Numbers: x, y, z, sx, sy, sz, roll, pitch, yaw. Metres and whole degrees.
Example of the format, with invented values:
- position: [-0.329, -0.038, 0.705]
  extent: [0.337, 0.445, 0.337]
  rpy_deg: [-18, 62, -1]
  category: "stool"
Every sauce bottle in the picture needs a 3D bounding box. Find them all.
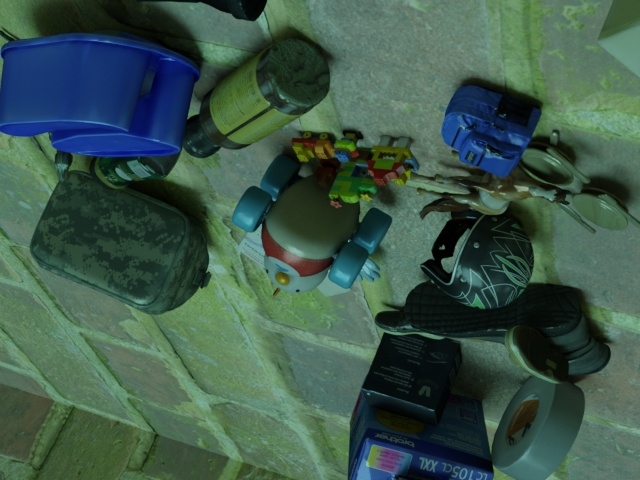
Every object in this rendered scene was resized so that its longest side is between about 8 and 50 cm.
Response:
- position: [-0.114, -0.201, 1.830]
  extent: [0.111, 0.111, 0.344]
  rpy_deg: [34, 153, -22]
  category: "sauce bottle"

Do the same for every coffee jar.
- position: [-0.328, -0.145, 2.143]
  extent: [0.079, 0.096, 0.184]
  rpy_deg: [42, 150, -29]
  category: "coffee jar"

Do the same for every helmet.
- position: [0.255, 0.029, 1.913]
  extent: [0.169, 0.169, 0.162]
  rpy_deg: [42, 166, -35]
  category: "helmet"

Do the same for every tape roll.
- position: [0.421, 0.363, 2.368]
  extent: [0.072, 0.219, 0.219]
  rpy_deg: [30, 155, -10]
  category: "tape roll"

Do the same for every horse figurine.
- position: [0.235, -0.076, 1.791]
  extent: [0.175, 0.066, 0.263]
  rpy_deg: [11, 168, -14]
  category: "horse figurine"

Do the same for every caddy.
- position: [-0.346, -0.240, 1.883]
  extent: [0.341, 0.179, 0.241]
  rpy_deg: [2, 172, 38]
  category: "caddy"

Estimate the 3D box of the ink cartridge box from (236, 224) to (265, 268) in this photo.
- position: [-0.083, 0.003, 2.210]
  extent: [0.104, 0.061, 0.181]
  rpy_deg: [35, 150, -2]
  category: "ink cartridge box"

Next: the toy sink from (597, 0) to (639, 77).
- position: [0.433, -0.242, 1.252]
  extent: [0.153, 0.131, 0.234]
  rpy_deg: [33, 159, -20]
  category: "toy sink"

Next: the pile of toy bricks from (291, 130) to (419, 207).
- position: [0.049, -0.098, 1.900]
  extent: [0.212, 0.105, 0.118]
  rpy_deg: [7, 151, 31]
  category: "pile of toy bricks"

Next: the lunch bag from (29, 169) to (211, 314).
- position: [-0.379, 0.012, 2.369]
  extent: [0.305, 0.212, 0.256]
  rpy_deg: [21, 172, 12]
  category: "lunch bag"

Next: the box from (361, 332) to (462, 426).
- position: [0.186, 0.270, 2.455]
  extent: [0.156, 0.158, 0.093]
  rpy_deg: [15, 154, 19]
  category: "box"

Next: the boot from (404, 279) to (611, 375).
- position: [0.331, 0.173, 2.183]
  extent: [0.338, 0.118, 0.222]
  rpy_deg: [6, 152, 31]
  category: "boot"

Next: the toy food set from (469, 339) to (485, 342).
- position: [0.292, 0.170, 2.328]
  extent: [0.083, 0.020, 0.083]
  rpy_deg: [6, 150, 32]
  category: "toy food set"

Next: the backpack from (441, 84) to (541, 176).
- position: [0.224, -0.152, 1.652]
  extent: [0.120, 0.101, 0.098]
  rpy_deg: [25, 149, 3]
  category: "backpack"

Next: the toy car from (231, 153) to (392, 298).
- position: [-0.038, 0.025, 2.022]
  extent: [0.219, 0.210, 0.238]
  rpy_deg: [30, 130, 6]
  category: "toy car"

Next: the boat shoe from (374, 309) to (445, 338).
- position: [0.177, 0.154, 2.364]
  extent: [0.152, 0.056, 0.049]
  rpy_deg: [4, 146, 16]
  category: "boat shoe"

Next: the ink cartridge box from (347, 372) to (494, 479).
- position: [0.202, 0.440, 2.498]
  extent: [0.270, 0.151, 0.395]
  rpy_deg: [15, -161, -2]
  category: "ink cartridge box"

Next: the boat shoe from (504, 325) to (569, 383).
- position: [0.349, 0.198, 2.064]
  extent: [0.072, 0.068, 0.190]
  rpy_deg: [-1, 152, 38]
  category: "boat shoe"

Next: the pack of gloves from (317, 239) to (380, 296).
- position: [0.000, 0.000, 2.235]
  extent: [0.232, 0.046, 0.195]
  rpy_deg: [45, 148, -20]
  category: "pack of gloves"

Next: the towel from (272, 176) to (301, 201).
- position: [-0.036, -0.077, 2.093]
  extent: [0.119, 0.029, 0.067]
  rpy_deg: [26, 130, -3]
  category: "towel"

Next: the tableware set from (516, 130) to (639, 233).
- position: [0.367, -0.083, 1.739]
  extent: [0.194, 0.039, 0.128]
  rpy_deg: [37, 164, -16]
  category: "tableware set"

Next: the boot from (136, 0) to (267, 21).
- position: [-0.190, -0.385, 1.543]
  extent: [0.207, 0.094, 0.246]
  rpy_deg: [15, 151, 23]
  category: "boot"

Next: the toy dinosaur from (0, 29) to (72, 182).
- position: [-0.456, -0.232, 2.061]
  extent: [0.064, 0.268, 0.118]
  rpy_deg: [-24, 180, 12]
  category: "toy dinosaur"
